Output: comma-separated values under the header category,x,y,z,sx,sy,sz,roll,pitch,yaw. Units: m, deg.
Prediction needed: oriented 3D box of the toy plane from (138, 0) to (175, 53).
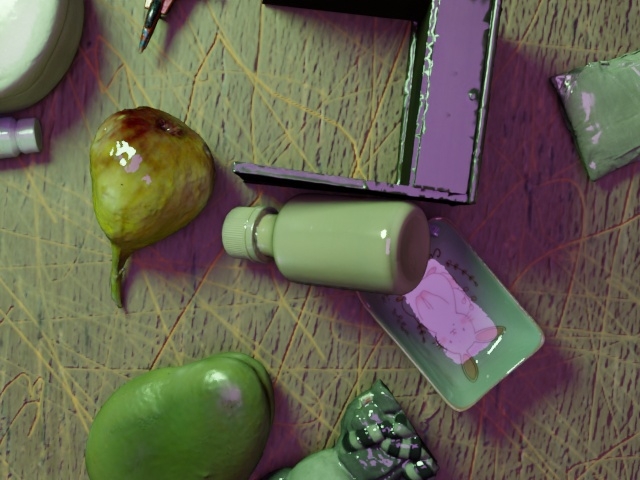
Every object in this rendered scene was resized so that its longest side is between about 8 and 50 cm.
category,x,y,z,sx,sy,sz,roll,pitch,yaw
toy plane,-0.193,-0.323,1.410,0.130,0.061,0.189,20,95,-2

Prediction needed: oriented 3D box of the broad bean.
category,x,y,z,sx,sy,sz,roll,pitch,yaw
broad bean,-0.169,0.243,1.401,0.263,0.121,0.189,-30,96,14

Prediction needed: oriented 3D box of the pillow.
category,x,y,z,sx,sy,sz,roll,pitch,yaw
pillow,0.421,-0.181,1.427,0.229,0.050,0.148,-20,98,0

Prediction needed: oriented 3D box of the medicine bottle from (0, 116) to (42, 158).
category,x,y,z,sx,sy,sz,roll,pitch,yaw
medicine bottle,-0.399,-0.129,1.411,0.089,0.052,0.052,-5,91,-1

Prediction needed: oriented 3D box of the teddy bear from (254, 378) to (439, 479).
category,x,y,z,sx,sy,sz,roll,pitch,yaw
teddy bear,0.044,0.310,1.382,0.171,0.144,0.251,42,93,-15

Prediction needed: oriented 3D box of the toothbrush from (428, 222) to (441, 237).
category,x,y,z,sx,sy,sz,roll,pitch,yaw
toothbrush,0.077,-0.032,1.398,0.167,0.011,0.014,19,65,32

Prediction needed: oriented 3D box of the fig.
category,x,y,z,sx,sy,sz,roll,pitch,yaw
fig,-0.225,-0.033,1.387,0.159,0.159,0.257,17,110,-1

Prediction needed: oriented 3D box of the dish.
category,x,y,z,sx,sy,sz,roll,pitch,yaw
dish,0.158,0.090,1.410,0.151,0.077,0.212,-40,90,-2

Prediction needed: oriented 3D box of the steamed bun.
category,x,y,z,sx,sy,sz,roll,pitch,yaw
steamed bun,-0.383,-0.271,1.363,0.164,0.146,0.242,21,91,4

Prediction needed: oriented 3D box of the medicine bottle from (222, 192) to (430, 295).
category,x,y,z,sx,sy,sz,roll,pitch,yaw
medicine bottle,0.000,0.000,1.355,0.252,0.114,0.114,5,91,29

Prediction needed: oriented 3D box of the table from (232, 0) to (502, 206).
category,x,y,z,sx,sy,sz,roll,pitch,yaw
table,0.051,-0.179,1.348,0.282,0.196,0.251,7,91,-1
